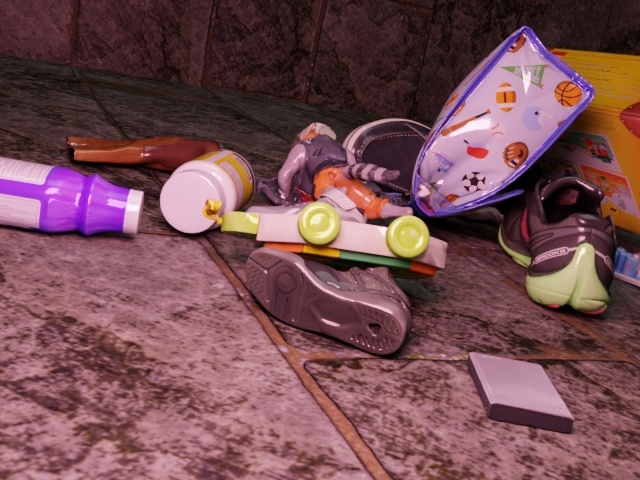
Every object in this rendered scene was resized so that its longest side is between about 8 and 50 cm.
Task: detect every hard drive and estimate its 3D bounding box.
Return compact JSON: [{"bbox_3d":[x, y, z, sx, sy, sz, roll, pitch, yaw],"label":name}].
[{"bbox_3d":[0.229,0.174,0.924,0.094,0.022,0.135,11,15,-3],"label":"hard drive"}]

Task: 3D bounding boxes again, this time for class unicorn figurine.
[{"bbox_3d":[0.388,-0.067,1.851,0.162,0.060,0.111,-8,20,-11],"label":"unicorn figurine"}]

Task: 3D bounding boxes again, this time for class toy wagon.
[{"bbox_3d":[0.000,0.000,1.145,0.344,0.068,0.267,8,-7,-7],"label":"toy wagon"}]

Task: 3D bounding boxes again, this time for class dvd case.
[{"bbox_3d":[0.517,-0.160,2.102,0.179,0.029,0.238,55,-10,-33],"label":"dvd case"}]

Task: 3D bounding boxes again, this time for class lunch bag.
[{"bbox_3d":[0.329,-0.192,1.604,0.239,0.385,0.328,43,3,3],"label":"lunch bag"}]

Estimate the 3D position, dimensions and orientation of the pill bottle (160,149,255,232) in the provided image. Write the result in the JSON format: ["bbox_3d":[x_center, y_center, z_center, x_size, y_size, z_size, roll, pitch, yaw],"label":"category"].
[{"bbox_3d":[-0.190,-0.083,1.339,0.119,0.119,0.208,14,15,6],"label":"pill bottle"}]

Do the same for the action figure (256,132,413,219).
[{"bbox_3d":[0.067,-0.123,1.586,0.341,0.178,0.330,0,29,-33],"label":"action figure"}]

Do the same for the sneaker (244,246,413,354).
[{"bbox_3d":[0.017,0.068,1.030,0.227,0.087,0.130,20,15,16],"label":"sneaker"}]

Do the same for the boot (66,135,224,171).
[{"bbox_3d":[-0.353,-0.177,1.593,0.280,0.096,0.264,2,19,-30],"label":"boot"}]

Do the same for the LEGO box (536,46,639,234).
[{"bbox_3d":[0.673,-0.227,1.834,0.193,0.372,0.500,-39,29,-10],"label":"LEGO box"}]

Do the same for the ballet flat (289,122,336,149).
[{"bbox_3d":[-0.005,-0.249,2.071,0.123,0.123,0.348,9,16,-11],"label":"ballet flat"}]

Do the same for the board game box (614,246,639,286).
[{"bbox_3d":[0.827,0.084,1.642,0.390,0.050,0.390,23,19,36],"label":"board game box"}]

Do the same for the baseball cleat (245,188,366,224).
[{"bbox_3d":[-0.023,-0.043,1.346,0.206,0.109,0.072,16,-23,-10],"label":"baseball cleat"}]

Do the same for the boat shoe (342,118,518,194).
[{"bbox_3d":[0.276,-0.181,1.926,0.500,0.187,0.156,9,9,-31],"label":"boat shoe"}]

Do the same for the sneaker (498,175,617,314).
[{"bbox_3d":[0.448,-0.022,1.446,0.185,0.202,0.483,12,16,-1],"label":"sneaker"}]

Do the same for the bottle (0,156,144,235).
[{"bbox_3d":[-0.404,-0.063,1.153,0.283,0.092,0.118,9,16,-10],"label":"bottle"}]
